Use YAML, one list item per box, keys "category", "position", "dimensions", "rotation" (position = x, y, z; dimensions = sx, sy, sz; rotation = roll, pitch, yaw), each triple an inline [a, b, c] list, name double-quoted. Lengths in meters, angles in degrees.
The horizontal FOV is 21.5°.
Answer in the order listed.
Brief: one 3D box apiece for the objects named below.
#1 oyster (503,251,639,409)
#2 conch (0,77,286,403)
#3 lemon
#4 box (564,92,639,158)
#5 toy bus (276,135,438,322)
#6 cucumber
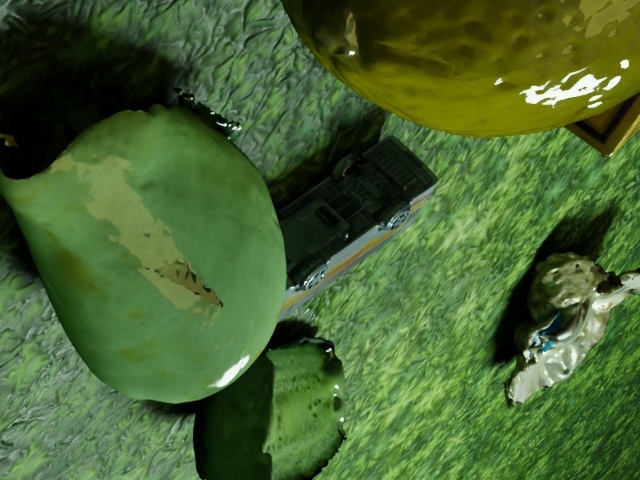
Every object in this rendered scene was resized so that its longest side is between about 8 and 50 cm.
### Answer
- category: "oyster"
  position: [0.260, 0.095, 1.832]
  dimensions: [0.223, 0.083, 0.214]
  rotation: [-52, 155, 21]
- category: "conch"
  position: [-0.097, -0.011, 0.977]
  dimensions: [0.143, 0.137, 0.251]
  rotation: [-19, 132, -5]
- category: "lemon"
  position: [0.100, -0.181, 0.875]
  dimensions: [0.267, 0.267, 0.267]
  rotation: [-40, 156, -22]
- category: "box"
  position: [0.256, -0.188, 1.131]
  dimensions: [0.193, 0.084, 0.301]
  rotation: [-57, 169, 31]
- category: "toy bus"
  position: [0.000, 0.000, 1.216]
  dimensions: [0.190, 0.064, 0.075]
  rotation: [-35, 159, -32]
- category: "cucumber"
  position: [-0.040, 0.139, 1.342]
  dimensions: [0.085, 0.115, 0.193]
  rotation: [-11, -179, 28]
